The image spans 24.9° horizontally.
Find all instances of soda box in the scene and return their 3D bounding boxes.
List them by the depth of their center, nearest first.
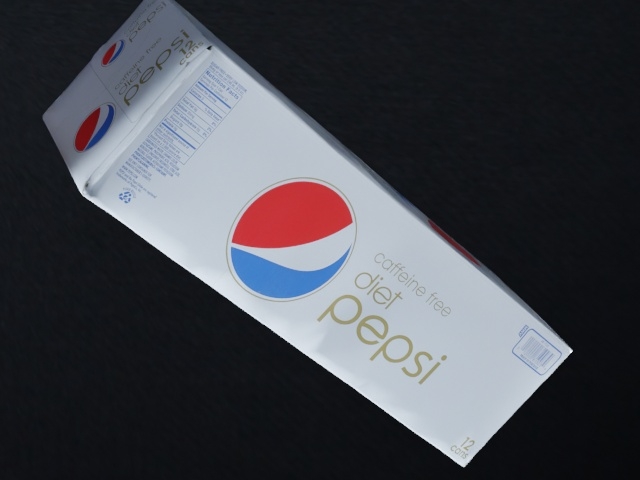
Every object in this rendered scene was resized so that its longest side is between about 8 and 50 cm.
[{"bbox_3d":[0.000,0.000,0.564,0.069,0.074,0.216,-48,-56,5],"label":"soda box"}]
